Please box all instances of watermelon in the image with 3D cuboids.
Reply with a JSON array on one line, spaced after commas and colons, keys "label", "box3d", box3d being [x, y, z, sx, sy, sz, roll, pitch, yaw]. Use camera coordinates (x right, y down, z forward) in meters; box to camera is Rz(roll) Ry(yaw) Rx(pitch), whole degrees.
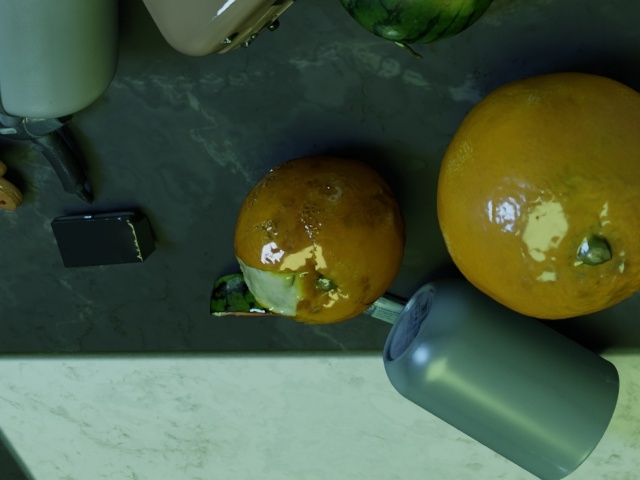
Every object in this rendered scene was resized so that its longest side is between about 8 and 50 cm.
[{"label": "watermelon", "box3d": [0.102, -0.305, 1.512, 0.204, 0.127, 0.232, 36, 137, -17]}, {"label": "watermelon", "box3d": [-0.086, 0.096, 2.015, 0.245, 0.063, 0.119, -3, 160, 35]}]

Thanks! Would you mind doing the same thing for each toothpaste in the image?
[{"label": "toothpaste", "box3d": [0.042, 0.082, 1.993, 0.233, 0.038, 0.060, 21, 140, -8]}]

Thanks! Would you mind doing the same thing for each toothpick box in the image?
[{"label": "toothpick box", "box3d": [-0.360, -0.284, 1.610, 0.229, 0.229, 0.316, 14, 137, 4]}]

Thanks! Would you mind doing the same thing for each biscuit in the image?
[{"label": "biscuit", "box3d": [-0.542, -0.117, 1.940, 0.165, 0.036, 0.250, 8, 151, 39]}]

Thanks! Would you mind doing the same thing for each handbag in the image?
[{"label": "handbag", "box3d": [-0.107, -0.386, 1.461, 0.302, 0.149, 0.283, -37, 88, 42]}]

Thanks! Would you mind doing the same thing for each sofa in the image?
[{"label": "sofa", "box3d": [-0.336, -0.010, 2.015, 0.147, 0.060, 0.085, -5, 116, 22]}]

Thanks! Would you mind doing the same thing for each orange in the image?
[{"label": "orange", "box3d": [0.000, 0.000, 1.786, 0.240, 0.240, 0.240, 9, 136, 9]}, {"label": "orange", "box3d": [0.295, -0.053, 1.583, 0.312, 0.312, 0.312, 9, 136, 9]}]

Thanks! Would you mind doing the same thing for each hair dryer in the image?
[{"label": "hair dryer", "box3d": [-0.420, -0.127, 1.904, 0.235, 0.091, 0.272, 1, 139, 31]}]

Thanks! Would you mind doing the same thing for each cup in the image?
[{"label": "cup", "box3d": [0.260, 0.196, 1.919, 0.312, 0.205, 0.205, 31, 135, -11]}]
